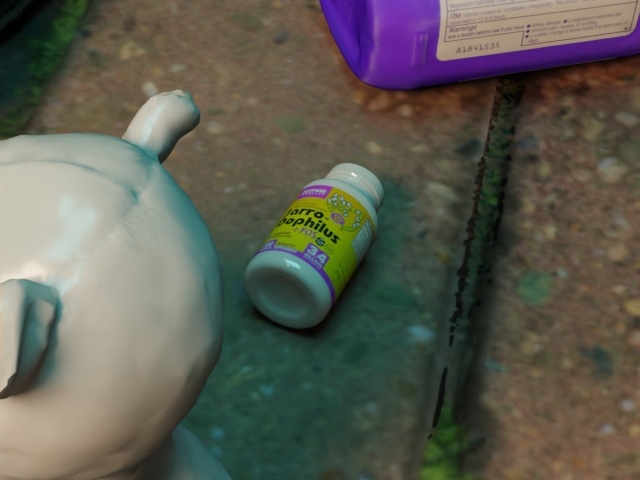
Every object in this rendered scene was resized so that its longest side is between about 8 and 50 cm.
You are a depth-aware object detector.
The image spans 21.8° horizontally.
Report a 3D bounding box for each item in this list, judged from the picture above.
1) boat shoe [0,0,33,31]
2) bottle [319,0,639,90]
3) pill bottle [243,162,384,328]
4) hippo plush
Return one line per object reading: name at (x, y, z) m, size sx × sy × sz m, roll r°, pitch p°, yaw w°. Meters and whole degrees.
boat shoe at (-0.229, -0.106, 0.808) m, size 0.130 × 0.132 × 0.355 m, roll 17°, pitch 47°, yaw 11°
bottle at (0.144, -0.154, 0.917) m, size 0.282 × 0.092 × 0.118 m, roll -9°, pitch 46°, yaw -14°
pill bottle at (0.000, 0.000, 0.785) m, size 0.043 × 0.043 × 0.083 m, roll 20°, pitch 47°, yaw 14°
hippo plush at (-0.115, 0.085, 0.553) m, size 0.294 × 0.237 × 0.234 m, roll 14°, pitch 45°, yaw 9°
